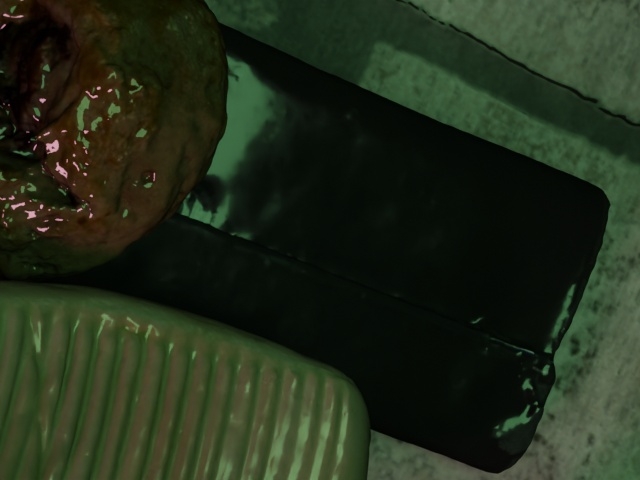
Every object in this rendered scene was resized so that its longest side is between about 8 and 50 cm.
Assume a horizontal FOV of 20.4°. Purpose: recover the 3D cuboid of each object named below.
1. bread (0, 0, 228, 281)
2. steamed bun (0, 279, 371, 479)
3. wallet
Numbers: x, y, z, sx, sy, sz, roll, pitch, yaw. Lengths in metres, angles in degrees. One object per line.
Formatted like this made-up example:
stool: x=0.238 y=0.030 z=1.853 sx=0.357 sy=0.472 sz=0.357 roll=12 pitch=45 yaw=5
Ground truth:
bread: x=-0.167 y=-0.090 z=1.064 sx=0.123 sy=0.230 sz=0.230 roll=34 pitch=76 yaw=-59
steamed bun: x=-0.174 y=0.154 z=1.072 sx=0.384 sy=0.236 sz=0.247 roll=8 pitch=79 yaw=-30
wallet: x=0.000 y=0.000 z=1.229 sx=0.406 sy=0.062 sz=0.228 roll=21 pitch=84 yaw=-23
